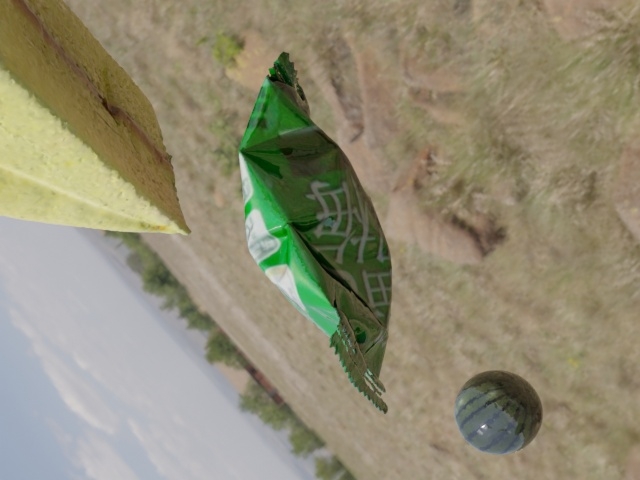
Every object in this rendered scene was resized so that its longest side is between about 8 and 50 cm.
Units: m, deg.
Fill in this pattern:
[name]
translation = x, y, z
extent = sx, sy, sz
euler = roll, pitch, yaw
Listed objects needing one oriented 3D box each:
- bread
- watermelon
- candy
[bread]
translation = -0.233, -0.081, 0.639
extent = 0.264, 0.163, 0.168
euler = 53, -166, -55
[watermelon]
translation = 0.215, 0.220, 1.089
extent = 0.105, 0.105, 0.133
euler = 45, 136, 13
[candy]
translation = -0.003, 0.002, 0.562
extent = 0.141, 0.078, 0.203
euler = 36, -146, -57
